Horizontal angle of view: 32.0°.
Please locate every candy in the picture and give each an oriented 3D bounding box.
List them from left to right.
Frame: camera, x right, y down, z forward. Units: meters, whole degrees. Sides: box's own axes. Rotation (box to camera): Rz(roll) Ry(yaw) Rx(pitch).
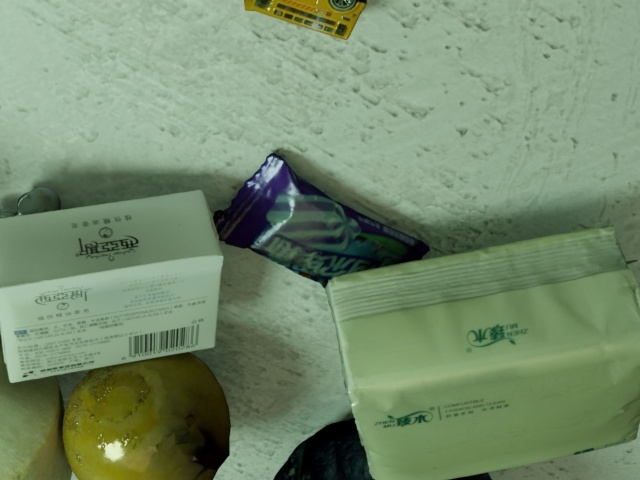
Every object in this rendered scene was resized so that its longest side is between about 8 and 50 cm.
[{"bbox_3d":[0.000,0.000,1.454,0.275,0.070,0.145,31,116,-17],"label":"candy"}]

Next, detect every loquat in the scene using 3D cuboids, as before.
[{"bbox_3d":[-0.236,0.257,1.516,0.235,0.235,0.235,0,129,0],"label":"loquat"}]

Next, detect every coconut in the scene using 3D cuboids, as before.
[{"bbox_3d":[-0.489,0.265,1.527,0.328,0.329,0.329,0,129,0],"label":"coconut"}]

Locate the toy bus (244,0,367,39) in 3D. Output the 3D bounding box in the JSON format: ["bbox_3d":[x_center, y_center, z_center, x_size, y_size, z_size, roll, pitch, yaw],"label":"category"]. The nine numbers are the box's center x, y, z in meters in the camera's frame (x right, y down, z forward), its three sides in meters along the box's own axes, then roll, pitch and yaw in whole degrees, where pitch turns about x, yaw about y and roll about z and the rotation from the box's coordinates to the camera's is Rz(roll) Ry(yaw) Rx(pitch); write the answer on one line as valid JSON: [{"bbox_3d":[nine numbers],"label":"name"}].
[{"bbox_3d":[-0.033,-0.280,1.225,0.162,0.069,0.074,16,129,-13],"label":"toy bus"}]

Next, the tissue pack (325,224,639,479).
[{"bbox_3d":[0.217,0.158,1.441,0.380,0.207,0.297,-12,144,4],"label":"tissue pack"}]

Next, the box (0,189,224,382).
[{"bbox_3d":[-0.271,0.059,1.406,0.274,0.116,0.203,-9,143,-15],"label":"box"}]

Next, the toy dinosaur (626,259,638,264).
[{"bbox_3d":[0.371,0.041,1.507,0.041,0.026,0.113,33,131,-31],"label":"toy dinosaur"}]

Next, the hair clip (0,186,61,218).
[{"bbox_3d":[-0.370,0.042,1.490,0.146,0.075,0.257,-6,138,-15],"label":"hair clip"}]

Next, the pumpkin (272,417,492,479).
[{"bbox_3d":[0.089,0.428,1.670,0.363,0.266,0.363,3,133,3],"label":"pumpkin"}]
